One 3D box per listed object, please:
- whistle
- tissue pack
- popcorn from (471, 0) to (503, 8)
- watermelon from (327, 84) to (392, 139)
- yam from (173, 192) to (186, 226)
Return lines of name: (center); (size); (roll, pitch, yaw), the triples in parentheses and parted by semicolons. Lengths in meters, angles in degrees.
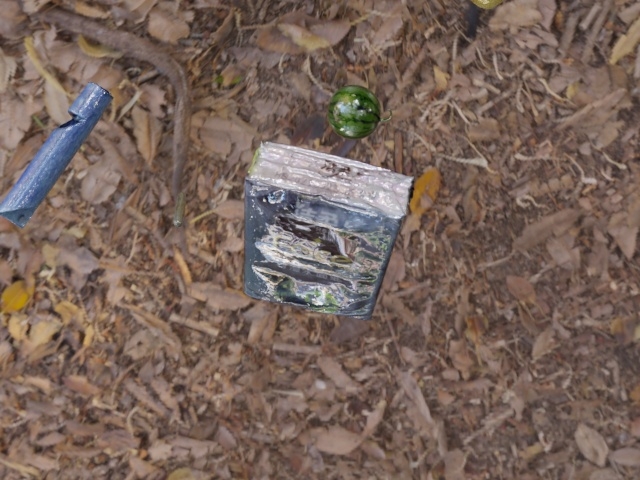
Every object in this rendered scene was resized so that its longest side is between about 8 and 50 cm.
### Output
whistle: (-0.499, -0.163, 1.339); (0.062, 0.062, 0.304); (34, 77, -13)
tissue pack: (0.000, 0.000, 0.816); (0.173, 0.073, 0.235); (14, 145, 2)
popcorn: (0.231, -0.583, 1.106); (0.344, 0.354, 0.390); (-32, 93, 39)
watermelon: (0.065, -0.228, 1.276); (0.109, 0.109, 0.109); (1, 116, 2)
yam: (-0.285, -0.062, 1.440); (0.021, 0.116, 0.021); (-3, 123, -5)
